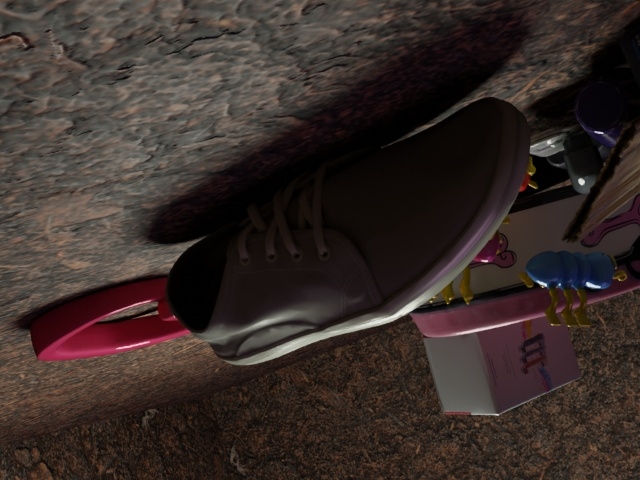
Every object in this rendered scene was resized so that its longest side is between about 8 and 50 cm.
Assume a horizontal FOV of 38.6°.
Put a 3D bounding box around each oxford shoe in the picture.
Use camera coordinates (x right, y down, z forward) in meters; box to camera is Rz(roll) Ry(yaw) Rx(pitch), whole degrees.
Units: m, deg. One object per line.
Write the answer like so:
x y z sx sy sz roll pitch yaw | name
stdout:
0.000 0.000 0.853 0.130 0.169 0.449 31 139 -28 | oxford shoe

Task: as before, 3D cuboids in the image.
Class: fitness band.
-0.244 0.103 1.189 0.209 0.054 0.291 -20 169 18 | fitness band

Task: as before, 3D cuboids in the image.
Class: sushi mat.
0.358 -0.111 0.886 0.316 0.019 0.151 -29 150 -32 | sushi mat

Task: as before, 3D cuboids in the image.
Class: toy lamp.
0.330 -0.132 0.926 0.080 0.080 0.274 -26 170 34 | toy lamp

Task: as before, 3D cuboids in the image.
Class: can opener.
0.287 -0.095 1.020 0.074 0.093 0.280 -19 176 25 | can opener

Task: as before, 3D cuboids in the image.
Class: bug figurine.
0.169 -0.022 0.931 0.216 0.279 0.072 0 122 -17 | bug figurine

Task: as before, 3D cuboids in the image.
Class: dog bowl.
0.286 0.020 1.271 0.408 0.150 0.408 -15 177 -1 | dog bowl

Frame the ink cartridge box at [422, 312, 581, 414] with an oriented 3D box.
0.269 0.172 1.355 0.176 0.127 0.128 -14 178 -32 | ink cartridge box

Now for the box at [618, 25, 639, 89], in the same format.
0.405 -0.141 0.754 0.247 0.163 0.142 -13 167 -30 | box
